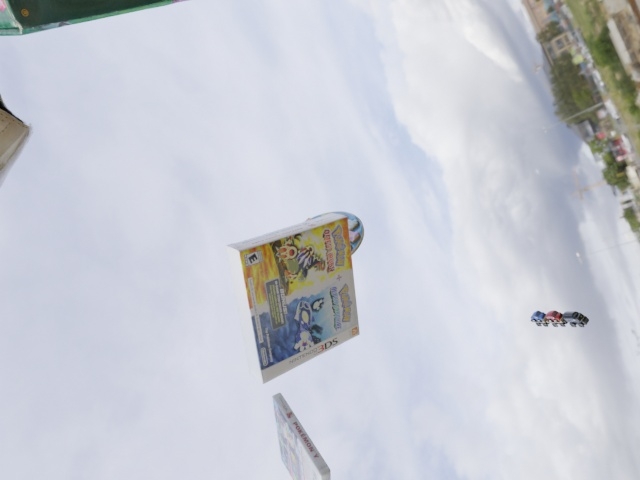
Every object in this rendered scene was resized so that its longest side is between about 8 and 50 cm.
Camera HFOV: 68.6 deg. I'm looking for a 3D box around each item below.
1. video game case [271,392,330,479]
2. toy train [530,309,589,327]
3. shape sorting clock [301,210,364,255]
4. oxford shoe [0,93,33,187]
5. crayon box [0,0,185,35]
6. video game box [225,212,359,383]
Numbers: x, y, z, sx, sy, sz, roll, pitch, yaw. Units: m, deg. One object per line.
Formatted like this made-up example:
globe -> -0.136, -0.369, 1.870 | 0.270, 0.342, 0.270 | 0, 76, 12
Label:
video game case -> -0.033, 0.410, 0.863 | 0.023, 0.183, 0.201 | -20, -53, -24
toy train -> 0.507, 0.168, 1.010 | 0.036, 0.158, 0.027 | 41, -106, -4
shape sorting clock -> 0.000, 0.000, 1.065 | 0.206, 0.206, 0.040 | -73, -30, -43
oxford shoe -> -0.364, -0.185, 0.394 | 0.397, 0.146, 0.140 | 53, -177, 9
crayon box -> -0.176, -0.284, 0.274 | 0.165, 0.081, 0.278 | -42, -45, -42
video game box -> -0.031, 0.081, 0.694 | 0.187, 0.048, 0.205 | -21, -68, -35
